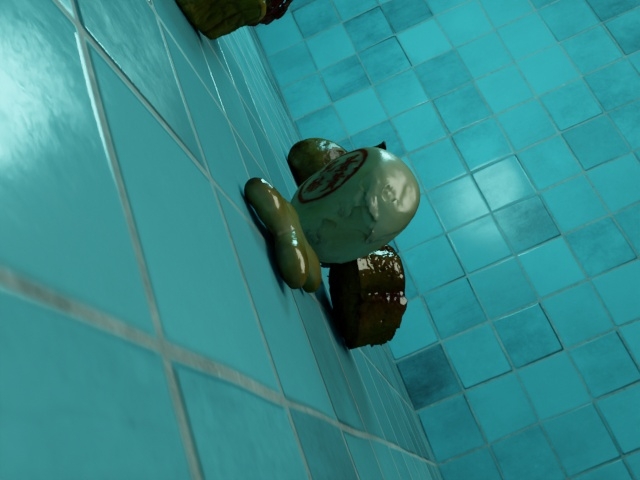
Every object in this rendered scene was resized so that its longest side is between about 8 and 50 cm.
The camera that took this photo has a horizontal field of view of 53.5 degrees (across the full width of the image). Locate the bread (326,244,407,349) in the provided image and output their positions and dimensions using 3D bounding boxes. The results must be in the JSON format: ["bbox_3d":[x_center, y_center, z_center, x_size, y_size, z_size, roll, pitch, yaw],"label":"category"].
[{"bbox_3d":[0.084,0.102,1.267,0.247,0.135,0.232,-129,-139,-77],"label":"bread"}]

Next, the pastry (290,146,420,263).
[{"bbox_3d":[0.054,-0.063,1.152,0.133,0.264,0.265,52,10,-25],"label":"pastry"}]

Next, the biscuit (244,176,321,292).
[{"bbox_3d":[-0.047,-0.003,0.922,0.208,0.047,0.165,38,29,-82],"label":"biscuit"}]

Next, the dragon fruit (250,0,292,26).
[{"bbox_3d":[-0.152,-0.606,1.300,0.302,0.295,0.296,54,10,-32],"label":"dragon fruit"}]

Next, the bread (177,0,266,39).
[{"bbox_3d":[-0.179,-0.445,1.065,0.143,0.148,0.158,38,35,-77],"label":"bread"}]

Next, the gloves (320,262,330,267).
[{"bbox_3d":[0.003,-0.002,1.377,0.153,0.070,0.114,65,4,-51],"label":"gloves"}]

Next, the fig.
[{"bbox_3d":[0.047,-0.224,1.903,0.190,0.290,0.191,-1,90,-73],"label":"fig"}]
